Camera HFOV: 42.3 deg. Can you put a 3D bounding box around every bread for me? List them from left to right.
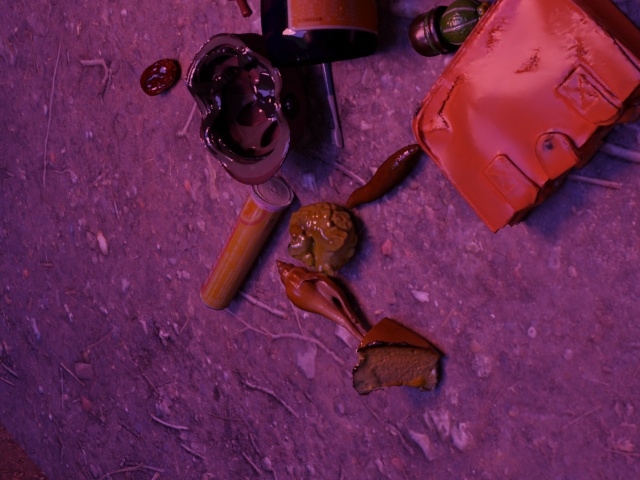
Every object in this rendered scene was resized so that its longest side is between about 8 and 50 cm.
[{"bbox_3d":[0.153,0.266,1.784,0.169,0.160,0.140,26,120,38],"label":"bread"}]

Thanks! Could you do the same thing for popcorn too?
[{"bbox_3d":[0.007,-0.001,1.878,0.174,0.142,0.173,3,98,20],"label":"popcorn"}]

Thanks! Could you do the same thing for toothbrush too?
[{"bbox_3d":[0.017,-0.342,1.834,0.025,0.019,0.275,2,105,53],"label":"toothbrush"}]

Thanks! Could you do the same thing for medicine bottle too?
[{"bbox_3d":[-0.199,0.018,2.103,0.108,0.108,0.426,51,133,22],"label":"medicine bottle"},{"bbox_3d":[-0.008,-0.548,1.637,0.243,0.243,0.394,4,100,45],"label":"medicine bottle"}]

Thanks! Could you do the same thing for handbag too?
[{"bbox_3d":[0.362,-0.241,1.449,0.303,0.116,0.410,54,134,19],"label":"handbag"}]

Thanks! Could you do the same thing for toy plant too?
[{"bbox_3d":[0.246,-0.396,1.532,0.162,0.093,0.092,-10,95,46],"label":"toy plant"}]

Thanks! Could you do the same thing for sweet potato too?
[{"bbox_3d":[0.134,-0.129,1.759,0.264,0.057,0.057,-43,71,45],"label":"sweet potato"}]

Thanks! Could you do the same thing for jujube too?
[{"bbox_3d":[-0.432,-0.440,2.216,0.129,0.077,0.077,-29,82,40],"label":"jujube"}]

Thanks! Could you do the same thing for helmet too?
[{"bbox_3d":[-0.140,-0.310,1.875,0.271,0.197,0.338,-21,96,39],"label":"helmet"}]

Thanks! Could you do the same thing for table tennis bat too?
[{"bbox_3d":[-0.205,-0.602,1.977,0.098,0.019,0.154,-35,75,45],"label":"table tennis bat"}]

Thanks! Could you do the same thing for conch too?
[{"bbox_3d":[0.019,0.142,1.943,0.330,0.093,0.109,35,106,14],"label":"conch"}]
